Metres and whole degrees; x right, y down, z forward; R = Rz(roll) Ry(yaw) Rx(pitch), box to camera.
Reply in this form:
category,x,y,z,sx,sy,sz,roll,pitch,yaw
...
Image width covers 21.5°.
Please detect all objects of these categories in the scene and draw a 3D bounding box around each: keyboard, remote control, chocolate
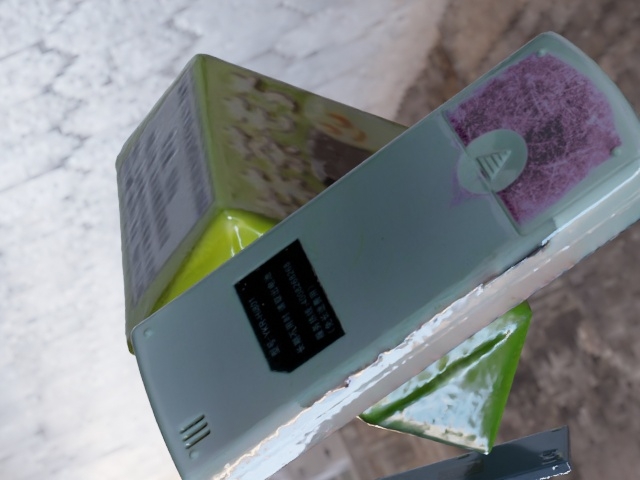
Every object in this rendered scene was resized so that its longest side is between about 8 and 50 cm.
category,x,y,z,sx,sy,sz,roll,pitch,yaw
keyboard,0.112,0.185,1.319,0.176,0.014,0.055,-18,-156,15
remote control,0.042,0.015,1.016,0.344,0.145,0.050,-35,135,9
chocolate,0.000,0.000,1.296,0.288,0.301,0.137,18,116,-19
